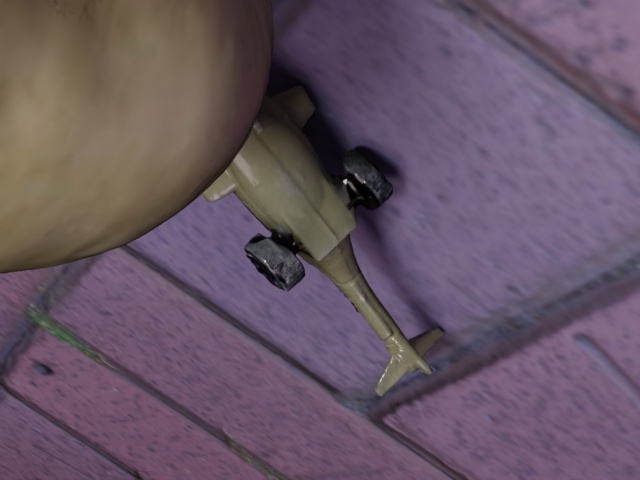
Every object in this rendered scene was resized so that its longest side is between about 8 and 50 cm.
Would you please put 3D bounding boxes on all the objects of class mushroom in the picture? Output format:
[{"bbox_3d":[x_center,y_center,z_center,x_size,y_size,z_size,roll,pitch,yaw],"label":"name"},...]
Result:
[{"bbox_3d":[-0.172,-0.130,0.678,0.353,0.325,0.353,14,153,7],"label":"mushroom"}]

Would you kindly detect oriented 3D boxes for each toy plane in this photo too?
[{"bbox_3d":[0.000,0.000,1.004,0.286,0.092,0.108,51,169,-33],"label":"toy plane"}]
